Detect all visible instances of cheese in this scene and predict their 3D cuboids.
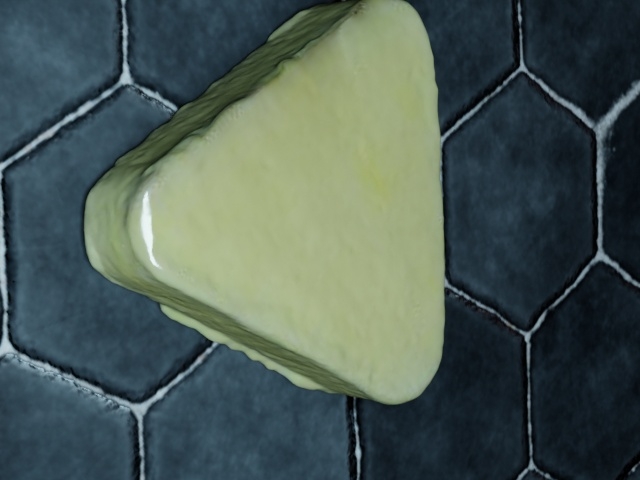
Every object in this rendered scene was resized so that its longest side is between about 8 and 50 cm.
[{"bbox_3d":[-0.001,0.001,1.375,0.384,0.104,0.383,-2,93,-41],"label":"cheese"}]
